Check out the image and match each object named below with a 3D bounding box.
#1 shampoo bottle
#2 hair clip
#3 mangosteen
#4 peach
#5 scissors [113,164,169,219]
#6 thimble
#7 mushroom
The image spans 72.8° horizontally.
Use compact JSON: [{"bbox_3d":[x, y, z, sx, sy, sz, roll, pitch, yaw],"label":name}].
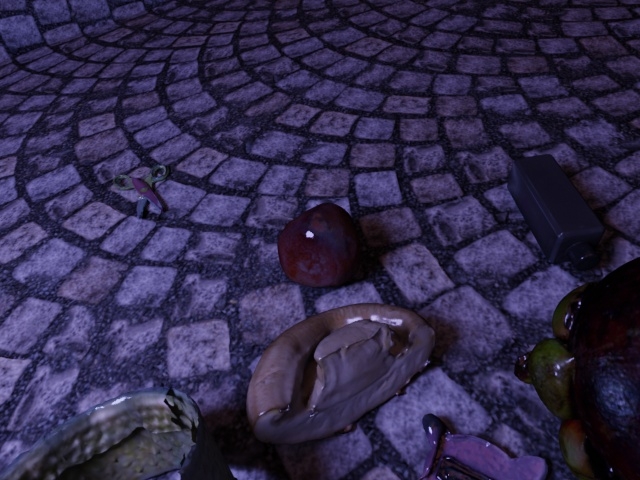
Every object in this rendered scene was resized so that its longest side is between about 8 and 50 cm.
[{"bbox_3d":[0.420,-0.051,0.780,0.079,0.080,0.246,-9,47,3],"label":"shampoo bottle"},{"bbox_3d":[0.198,0.307,0.516,0.187,0.056,0.146,9,51,28],"label":"hair clip"},{"bbox_3d":[0.387,0.147,0.464,0.300,0.300,0.300,-5,47,5],"label":"mangosteen"},{"bbox_3d":[0.000,0.000,0.754,0.152,0.152,0.152,-5,47,5],"label":"peach"},{"bbox_3d":[-0.409,-0.115,1.012,0.134,0.020,0.187,-19,46,-14],"label":"scissors"},{"bbox_3d":[-0.215,0.295,0.449,0.271,0.150,0.271,-16,19,6],"label":"thimble"},{"bbox_3d":[0.013,0.162,0.615,0.286,0.156,0.151,-19,35,-24],"label":"mushroom"}]
